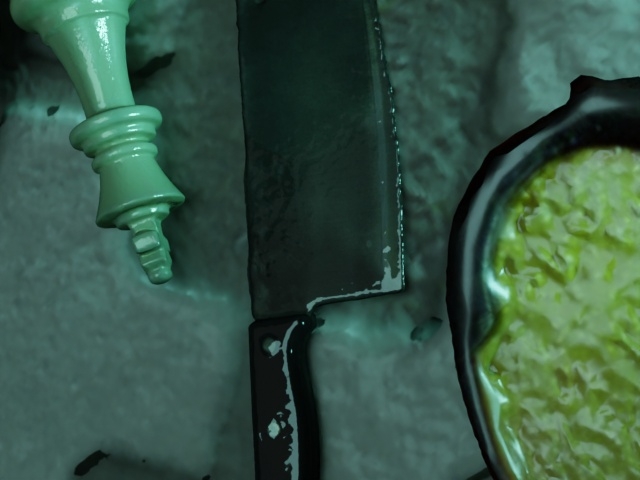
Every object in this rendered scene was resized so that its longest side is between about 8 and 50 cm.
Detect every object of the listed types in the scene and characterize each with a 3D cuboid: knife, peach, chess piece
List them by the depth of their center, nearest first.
[{"bbox_3d":[0.165,0.062,0.550,0.189,0.068,0.279,-37,87,12],"label":"peach"},{"bbox_3d":[0.000,0.000,0.669,0.072,0.019,0.245,-8,77,24],"label":"knife"},{"bbox_3d":[-0.090,-0.051,0.704,0.059,0.059,0.149,-20,81,23],"label":"chess piece"}]
